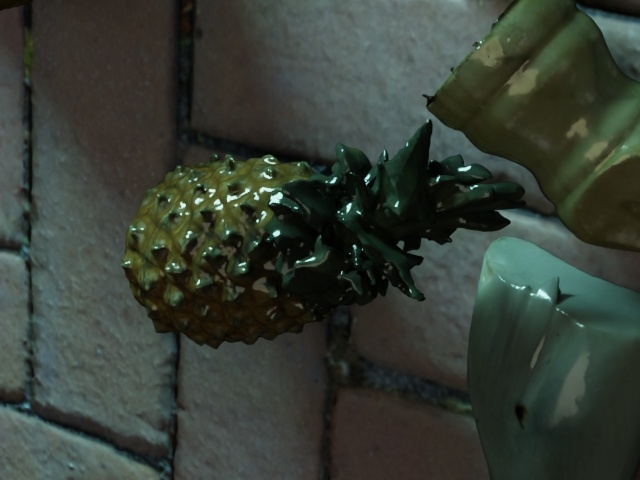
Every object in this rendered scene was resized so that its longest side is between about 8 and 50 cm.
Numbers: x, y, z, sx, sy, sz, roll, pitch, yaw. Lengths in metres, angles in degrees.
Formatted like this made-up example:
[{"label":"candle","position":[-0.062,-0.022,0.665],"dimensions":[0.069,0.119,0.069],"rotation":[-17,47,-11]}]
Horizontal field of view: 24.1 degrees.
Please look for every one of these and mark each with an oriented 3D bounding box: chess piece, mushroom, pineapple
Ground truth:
[{"label":"chess piece","position":[0.222,-0.044,1.043],"dimensions":[0.301,0.137,0.137],"rotation":[42,122,2]},{"label":"mushroom","position":[0.175,0.174,1.142],"dimensions":[0.159,0.122,0.329],"rotation":[-141,51,-60]},{"label":"pineapple","position":[0.000,0.000,1.122],"dimensions":[0.340,0.169,0.169],"rotation":[-7,101,47]}]

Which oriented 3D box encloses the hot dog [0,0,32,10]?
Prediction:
[{"label":"hot dog","position":[-0.304,-0.367,1.235],"dimensions":[0.387,0.174,0.267],"rotation":[50,122,21]}]
